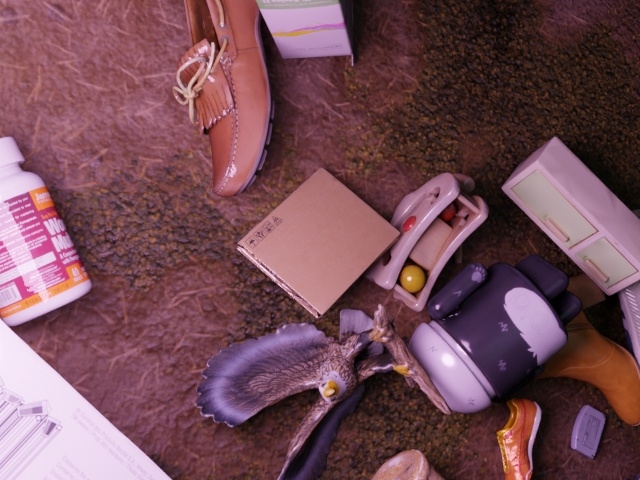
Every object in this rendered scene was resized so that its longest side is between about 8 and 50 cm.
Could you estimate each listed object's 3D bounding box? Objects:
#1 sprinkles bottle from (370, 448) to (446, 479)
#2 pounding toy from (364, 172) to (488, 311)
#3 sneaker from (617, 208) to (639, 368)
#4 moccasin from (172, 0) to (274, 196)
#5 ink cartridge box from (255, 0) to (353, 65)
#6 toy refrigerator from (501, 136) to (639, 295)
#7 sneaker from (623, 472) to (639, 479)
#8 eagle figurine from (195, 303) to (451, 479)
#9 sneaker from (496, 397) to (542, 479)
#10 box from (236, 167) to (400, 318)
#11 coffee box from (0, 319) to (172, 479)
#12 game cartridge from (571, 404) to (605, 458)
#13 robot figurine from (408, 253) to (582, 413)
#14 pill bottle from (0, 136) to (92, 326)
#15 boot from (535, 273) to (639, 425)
[{"bbox_3d":[0.224,0.481,1.459,0.355,0.121,0.121,47,65,-15],"label":"sprinkles bottle"},{"bbox_3d":[0.203,-0.001,1.495,0.155,0.154,0.269,36,69,-19],"label":"pounding toy"},{"bbox_3d":[0.602,0.116,1.725,0.148,0.131,0.349,62,28,-57],"label":"sneaker"},{"bbox_3d":[-0.150,-0.249,1.349,0.147,0.139,0.379,1,82,-27],"label":"moccasin"},{"bbox_3d":[-0.021,-0.396,1.382,0.119,0.353,0.207,-3,81,6],"label":"ink cartridge box"},{"bbox_3d":[0.449,-0.038,1.620,0.269,0.102,0.094,45,52,-2],"label":"toy refrigerator"},{"bbox_3d":[0.514,0.474,1.630,0.321,0.125,0.180,37,64,-31],"label":"sneaker"},{"bbox_3d":[-0.004,0.218,1.363,0.298,0.225,0.226,-33,56,5],"label":"eagle figurine"},{"bbox_3d":[0.322,0.350,1.574,0.068,0.064,0.175,13,71,-6],"label":"sneaker"},{"bbox_3d":[0.000,0.000,1.407,0.164,0.021,0.201,41,57,8],"label":"box"},{"bbox_3d":[-0.388,0.312,1.035,0.337,0.334,0.338,49,66,-15],"label":"coffee box"},{"bbox_3d":[0.474,0.338,1.673,0.056,0.017,0.083,32,69,-25],"label":"game cartridge"},{"bbox_3d":[0.268,0.145,1.476,0.278,0.173,0.209,-39,82,-4],"label":"robot figurine"},{"bbox_3d":[-0.390,-0.012,1.199,0.121,0.121,0.221,-27,96,-28],"label":"pill bottle"},{"bbox_3d":[0.426,0.213,1.626,0.211,0.104,0.295,-19,87,-23],"label":"boot"}]
